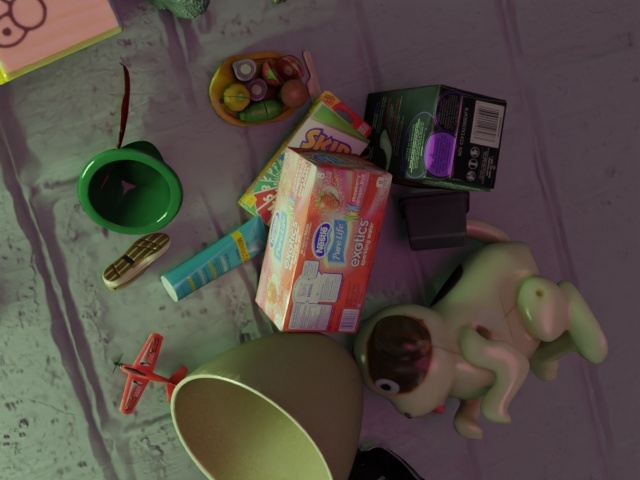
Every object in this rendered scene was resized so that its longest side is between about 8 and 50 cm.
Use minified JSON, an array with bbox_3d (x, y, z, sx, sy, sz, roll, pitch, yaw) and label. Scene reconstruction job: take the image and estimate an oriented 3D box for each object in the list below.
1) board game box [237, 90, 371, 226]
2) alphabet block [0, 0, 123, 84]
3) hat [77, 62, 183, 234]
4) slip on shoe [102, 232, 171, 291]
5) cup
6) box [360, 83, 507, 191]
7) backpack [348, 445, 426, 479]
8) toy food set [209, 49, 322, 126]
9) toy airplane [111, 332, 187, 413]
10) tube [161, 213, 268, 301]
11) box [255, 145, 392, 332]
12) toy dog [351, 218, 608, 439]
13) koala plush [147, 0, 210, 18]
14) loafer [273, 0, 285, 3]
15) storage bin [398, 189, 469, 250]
[{"bbox_3d":[-0.022,-0.134,1.791,0.124,0.039,0.259,37,88,-24],"label":"board game box"},{"bbox_3d":[-0.445,-0.362,1.521,0.197,0.193,0.192,-28,104,-19],"label":"alphabet block"},{"bbox_3d":[-0.309,-0.143,1.694,0.173,0.184,0.208,21,128,-18],"label":"hat"},{"bbox_3d":[-0.312,0.038,1.701,0.135,0.051,0.041,-43,150,-23],"label":"slip on shoe"},{"bbox_3d":[-0.057,0.288,1.714,0.237,0.331,0.331,-47,113,-41],"label":"cup"},{"bbox_3d":[0.192,-0.180,1.777,0.143,0.270,0.165,9,91,-25],"label":"box"},{"bbox_3d":[0.122,0.536,1.825,0.225,0.253,0.191,-36,128,-18],"label":"backpack"},{"bbox_3d":[-0.084,-0.273,1.755,0.217,0.071,0.128,-13,100,-23],"label":"toy food set"},{"bbox_3d":[-0.292,0.236,1.733,0.151,0.028,0.151,-3,97,-23],"label":"toy airplane"},{"bbox_3d":[-0.182,0.033,1.754,0.207,0.052,0.080,-32,138,-20],"label":"tube"},{"bbox_3d":[0.000,0.000,1.742,0.154,0.142,0.300,3,108,-26],"label":"box"},{"bbox_3d":[0.261,0.174,1.842,0.408,0.284,0.395,-22,88,-21],"label":"toy dog"},{"bbox_3d":[-0.226,-0.502,1.620,0.203,0.196,0.221,36,79,-34],"label":"koala plush"},{"bbox_3d":[-0.096,-0.495,1.738,0.061,0.062,0.170,-40,108,-11],"label":"loafer"},{"bbox_3d":[0.218,-0.031,1.870,0.135,0.098,0.091,-5,63,6],"label":"storage bin"}]
